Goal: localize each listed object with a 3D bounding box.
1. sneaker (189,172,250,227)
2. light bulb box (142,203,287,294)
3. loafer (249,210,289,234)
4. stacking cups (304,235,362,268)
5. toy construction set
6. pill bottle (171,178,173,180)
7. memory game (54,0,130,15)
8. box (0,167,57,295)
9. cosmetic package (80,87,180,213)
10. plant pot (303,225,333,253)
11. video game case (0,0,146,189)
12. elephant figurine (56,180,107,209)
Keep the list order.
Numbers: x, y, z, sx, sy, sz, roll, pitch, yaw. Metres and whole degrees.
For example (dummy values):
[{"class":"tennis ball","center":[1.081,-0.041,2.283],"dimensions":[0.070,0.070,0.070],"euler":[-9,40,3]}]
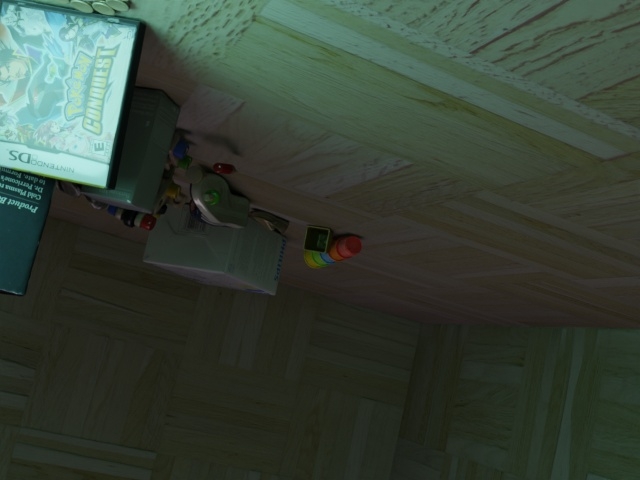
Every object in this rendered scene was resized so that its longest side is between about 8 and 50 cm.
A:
[{"class":"sneaker","center":[-0.328,-0.106,2.154],"dimensions":[0.148,0.131,0.350],"euler":[6,168,15]},{"class":"light bulb box","center":[-0.365,0.032,2.658],"dimensions":[0.357,0.225,0.361],"euler":[7,168,27]},{"class":"loafer","center":[-0.166,-0.058,2.420],"dimensions":[0.148,0.050,0.056],"euler":[20,167,-31]},{"class":"stacking cups","center":[0.052,0.034,2.553],"dimensions":[0.096,0.096,0.316],"euler":[18,165,-23]},{"class":"toy construction set","center":[-0.354,-0.157,1.830],"dimensions":[0.308,0.258,0.237],"euler":[1,-176,10]},{"class":"pill bottle","center":[-0.500,-0.175,2.136],"dimensions":[0.086,0.086,0.152],"euler":[5,165,38]},{"class":"memory game","center":[-0.369,-0.385,1.105],"dimensions":[0.186,0.012,0.186],"euler":[13,169,3]},{"class":"box","center":[-0.703,-0.155,1.460],"dimensions":[0.297,0.472,0.480],"euler":[20,168,-31]},{"class":"cosmetic package","center":[-0.389,-0.186,1.539],"dimensions":[0.127,0.238,0.107],"euler":[10,169,16]},{"class":"plant pot","center":[0.000,0.000,2.452],"dimensions":[0.081,0.082,0.083],"euler":[9,178,20]},{"class":"video game case","center":[-0.431,-0.240,1.220],"dimensions":[0.248,0.275,0.035],"euler":[12,-177,7]},{"class":"elephant figurine","center":[-0.693,-0.204,2.140],"dimensions":[0.239,0.186,0.169],"euler":[27,-151,-16]}]
